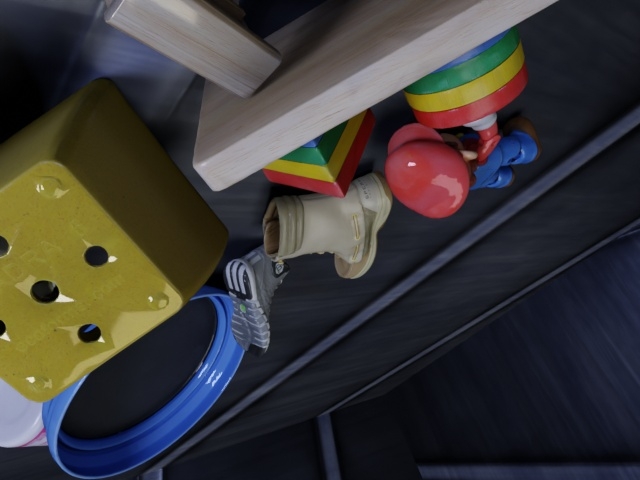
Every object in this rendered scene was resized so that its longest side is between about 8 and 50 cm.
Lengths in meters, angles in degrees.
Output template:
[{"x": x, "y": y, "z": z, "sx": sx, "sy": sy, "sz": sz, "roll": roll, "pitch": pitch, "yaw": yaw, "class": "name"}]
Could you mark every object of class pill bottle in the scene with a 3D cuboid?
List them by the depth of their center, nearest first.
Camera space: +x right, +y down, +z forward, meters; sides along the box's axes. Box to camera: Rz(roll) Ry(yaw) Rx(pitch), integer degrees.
[{"x": -0.468, "y": 0.307, "z": 0.917, "sx": 0.160, "sy": 0.160, "sz": 0.283, "roll": -29, "pitch": 153, "yaw": 9, "class": "pill bottle"}]

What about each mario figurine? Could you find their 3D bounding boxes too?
[{"x": 0.213, "y": -0.147, "z": 0.755, "sx": 0.321, "sy": 0.170, "sz": 0.197, "roll": -15, "pitch": 117, "yaw": -41, "class": "mario figurine"}]

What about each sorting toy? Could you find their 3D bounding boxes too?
[{"x": 0.031, "y": -0.140, "z": 0.406, "sx": 0.257, "sy": 0.255, "sz": 0.089, "roll": -28, "pitch": 123, "yaw": 7, "class": "sorting toy"}]

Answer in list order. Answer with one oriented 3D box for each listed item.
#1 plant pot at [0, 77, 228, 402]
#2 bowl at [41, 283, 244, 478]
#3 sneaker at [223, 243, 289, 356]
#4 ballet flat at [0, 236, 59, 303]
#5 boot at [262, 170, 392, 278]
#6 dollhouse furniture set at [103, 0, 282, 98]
[{"x": -0.219, "y": 0.007, "z": 0.421, "sx": 0.212, "sy": 0.187, "sz": 0.212, "roll": -35, "pitch": 115, "yaw": -1, "class": "plant pot"}, {"x": -0.300, "y": 0.242, "z": 0.864, "sx": 0.391, "sy": 0.077, "sz": 0.391, "roll": -39, "pitch": 148, "yaw": -30, "class": "bowl"}, {"x": -0.100, "y": 0.105, "z": 0.879, "sx": 0.132, "sy": 0.086, "sz": 0.228, "roll": -43, "pitch": 145, "yaw": -42, "class": "sneaker"}, {"x": -0.388, "y": 0.026, "z": 0.567, "sx": 0.096, "sy": 0.095, "sz": 0.280, "roll": -27, "pitch": 165, "yaw": -18, "class": "ballet flat"}, {"x": 0.000, "y": 0.000, "z": 0.823, "sx": 0.204, "sy": 0.095, "sz": 0.262, "roll": -15, "pitch": 150, "yaw": -19, "class": "boot"}, {"x": -0.030, "y": -0.241, "z": 0.287, "sx": 0.242, "sy": 0.160, "sz": 0.212, "roll": -38, "pitch": 150, "yaw": 25, "class": "dollhouse furniture set"}]
